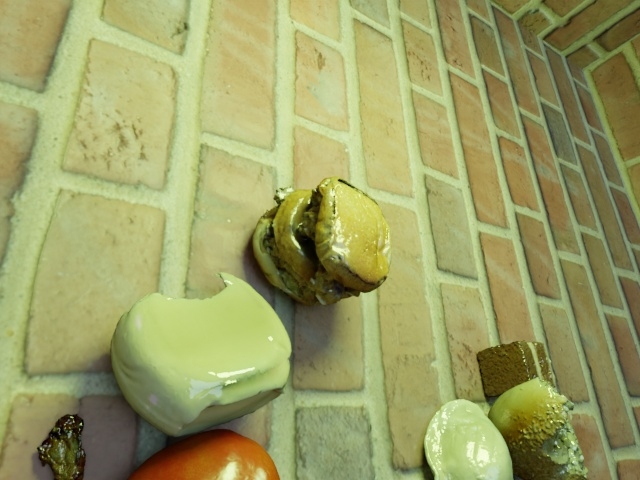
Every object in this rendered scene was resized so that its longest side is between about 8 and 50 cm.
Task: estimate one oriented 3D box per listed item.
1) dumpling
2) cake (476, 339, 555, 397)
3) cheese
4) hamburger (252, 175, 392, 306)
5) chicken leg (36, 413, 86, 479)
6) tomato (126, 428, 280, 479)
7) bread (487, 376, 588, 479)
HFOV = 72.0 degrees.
[{"bbox_3d":[0.305,0.458,0.930,0.180,0.131,0.251,5,54,-9],"label":"dumpling"},{"bbox_3d":[0.503,0.330,1.124,0.147,0.135,0.134,16,60,-35],"label":"cake"},{"bbox_3d":[-0.175,0.170,0.686,0.266,0.127,0.233,-2,42,-41],"label":"cheese"},{"bbox_3d":[0.009,-0.006,0.866,0.260,0.211,0.245,54,42,-10],"label":"hamburger"},{"bbox_3d":[-0.342,0.306,0.580,0.062,0.037,0.144,-2,68,-13],"label":"chicken leg"},{"bbox_3d":[-0.156,0.385,0.585,0.260,0.180,0.259,18,57,-29],"label":"tomato"},{"bbox_3d":[0.479,0.448,0.992,0.314,0.192,0.171,61,27,-32],"label":"bread"}]
